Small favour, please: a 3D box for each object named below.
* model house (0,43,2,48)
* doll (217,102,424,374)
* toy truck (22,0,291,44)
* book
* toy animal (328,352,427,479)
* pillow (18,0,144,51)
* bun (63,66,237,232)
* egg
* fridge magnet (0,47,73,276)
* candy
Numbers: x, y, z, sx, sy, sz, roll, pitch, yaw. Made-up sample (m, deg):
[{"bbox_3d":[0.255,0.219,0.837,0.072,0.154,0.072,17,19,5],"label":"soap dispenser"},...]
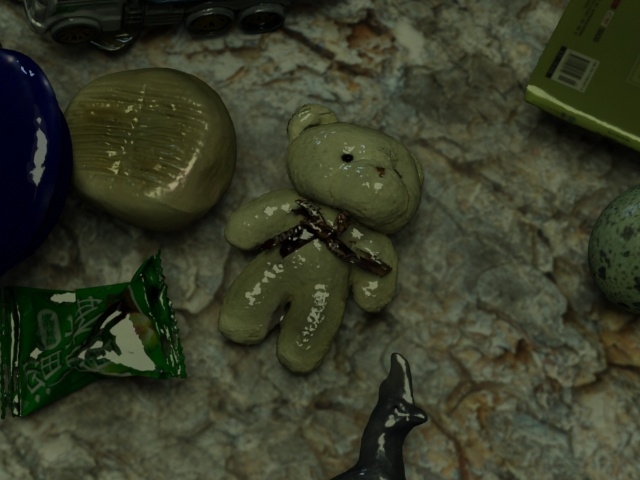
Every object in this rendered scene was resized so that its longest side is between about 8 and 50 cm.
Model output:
[{"bbox_3d":[-0.438,-0.221,1.679,0.148,0.149,0.119,-28,72,-7],"label":"model house"},{"bbox_3d":[0.004,0.002,1.597,0.175,0.149,0.278,28,83,-22],"label":"doll"},{"bbox_3d":[-0.150,-0.324,1.686,0.367,0.175,0.146,-8,71,-12],"label":"toy truck"},{"bbox_3d":[0.421,-0.167,1.668,0.352,0.035,0.239,26,55,10],"label":"book"},{"bbox_3d":[0.016,0.309,1.503,0.367,0.081,0.206,-43,78,-6],"label":"toy animal"},{"bbox_3d":[-0.292,-0.304,1.768,0.217,0.033,0.130,32,68,11],"label":"pillow"},{"bbox_3d":[-0.186,-0.093,1.639,0.193,0.128,0.178,11,69,18],"label":"bun"},{"bbox_3d":[0.355,0.002,1.584,0.132,0.132,0.172,36,59,14],"label":"egg"},{"bbox_3d":[-0.359,-0.073,1.597,0.265,0.112,0.265,-12,72,39],"label":"fridge magnet"},{"bbox_3d":[-0.244,0.103,1.590,0.203,0.078,0.141,-12,57,9],"label":"candy"}]
